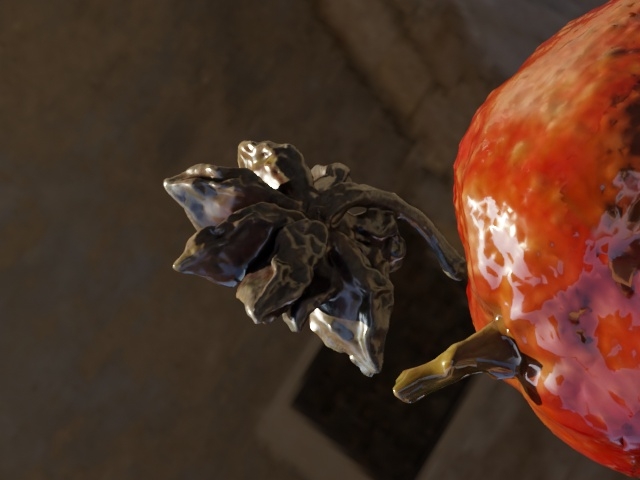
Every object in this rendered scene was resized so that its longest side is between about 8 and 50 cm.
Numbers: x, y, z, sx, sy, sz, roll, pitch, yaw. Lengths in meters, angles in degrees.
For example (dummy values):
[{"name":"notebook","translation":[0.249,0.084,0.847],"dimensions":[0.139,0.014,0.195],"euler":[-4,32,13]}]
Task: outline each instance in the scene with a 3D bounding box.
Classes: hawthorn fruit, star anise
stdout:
[{"name":"hawthorn fruit","translation":[0.141,0.005,0.744],"dimensions":[0.205,0.253,0.205],"euler":[48,161,23]},{"name":"star anise","translation":[0.001,0.000,1.301],"dimensions":[0.209,0.231,0.089],"euler":[51,135,17]}]
